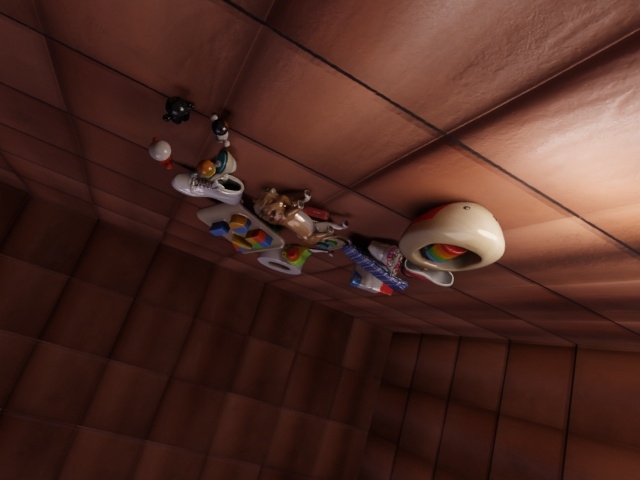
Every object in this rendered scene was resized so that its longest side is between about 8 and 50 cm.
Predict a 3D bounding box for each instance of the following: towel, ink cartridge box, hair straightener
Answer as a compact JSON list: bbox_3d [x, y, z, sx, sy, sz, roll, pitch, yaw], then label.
[{"bbox_3d":[0.250,0.126,1.982,0.336,0.040,0.243,37,172,1],"label":"towel"},{"bbox_3d":[0.290,0.214,2.309,0.231,0.134,0.078,20,162,-6],"label":"ink cartridge box"},{"bbox_3d":[-0.078,-0.116,1.786,0.231,0.047,0.089,11,163,4],"label":"hair straightener"}]

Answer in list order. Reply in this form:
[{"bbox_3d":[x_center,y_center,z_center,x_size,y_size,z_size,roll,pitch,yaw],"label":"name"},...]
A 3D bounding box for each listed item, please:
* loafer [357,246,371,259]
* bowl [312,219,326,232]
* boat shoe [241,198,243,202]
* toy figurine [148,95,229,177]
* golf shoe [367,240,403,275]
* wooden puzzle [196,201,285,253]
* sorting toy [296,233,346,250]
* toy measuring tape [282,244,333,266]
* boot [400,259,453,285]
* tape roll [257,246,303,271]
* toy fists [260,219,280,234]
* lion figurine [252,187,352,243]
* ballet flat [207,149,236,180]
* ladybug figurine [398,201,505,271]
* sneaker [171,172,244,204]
[{"bbox_3d":[0.221,0.065,2.094,0.045,0.039,0.125,-28,147,19],"label":"loafer"},{"bbox_3d":[-0.038,-0.044,1.857,0.170,0.080,0.170,17,177,1],"label":"bowl"},{"bbox_3d":[-0.397,-0.194,1.890,0.100,0.035,0.035,27,164,-9],"label":"boat shoe"},{"bbox_3d":[-0.386,-0.299,1.248,0.210,0.212,0.148,23,176,-13],"label":"toy figurine"},{"bbox_3d":[0.308,0.080,1.964,0.140,0.115,0.306,27,166,25],"label":"golf shoe"},{"bbox_3d":[-0.393,-0.043,2.016,0.322,0.080,0.348,-8,139,38],"label":"wooden puzzle"},{"bbox_3d":[0.000,0.000,2.094,0.208,0.038,0.193,25,162,-21],"label":"sorting toy"},{"bbox_3d":[-0.085,0.096,2.350,0.330,0.121,0.121,7,160,31],"label":"toy measuring tape"},{"bbox_3d":[0.516,0.165,2.032,0.245,0.088,0.176,22,165,9],"label":"boot"},{"bbox_3d":[-0.244,0.117,2.592,0.287,0.100,0.286,16,163,5],"label":"tape roll"},{"bbox_3d":[-0.342,-0.064,2.137,0.280,0.096,0.142,19,159,0],"label":"toy fists"},{"bbox_3d":[-0.077,-0.075,1.688,0.392,0.142,0.240,42,136,-22],"label":"lion figurine"},{"bbox_3d":[-0.358,-0.277,1.545,0.086,0.086,0.248,27,162,-28],"label":"ballet flat"},{"bbox_3d":[0.438,-0.010,1.422,0.305,0.161,0.449,20,162,-9],"label":"ladybug figurine"},{"bbox_3d":[-0.459,-0.239,1.711,0.293,0.107,0.169,12,163,-16],"label":"sneaker"}]
